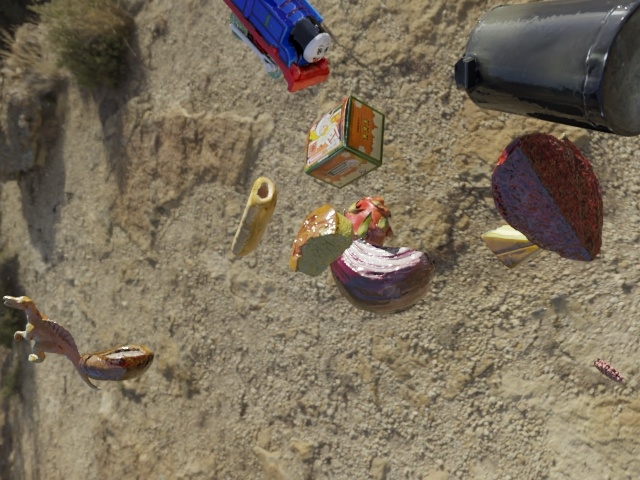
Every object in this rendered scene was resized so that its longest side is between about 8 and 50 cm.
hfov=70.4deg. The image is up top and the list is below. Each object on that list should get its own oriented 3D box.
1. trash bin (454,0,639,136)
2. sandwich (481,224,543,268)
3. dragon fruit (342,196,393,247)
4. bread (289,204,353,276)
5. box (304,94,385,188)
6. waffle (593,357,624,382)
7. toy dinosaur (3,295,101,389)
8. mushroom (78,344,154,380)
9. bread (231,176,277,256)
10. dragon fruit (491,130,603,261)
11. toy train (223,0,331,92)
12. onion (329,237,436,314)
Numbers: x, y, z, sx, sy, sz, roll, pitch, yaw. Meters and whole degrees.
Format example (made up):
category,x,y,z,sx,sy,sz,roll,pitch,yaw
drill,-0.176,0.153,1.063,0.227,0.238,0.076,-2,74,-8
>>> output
category,x,y,z,sx,sy,sz,roll,pitch,yaw
trash bin,0.417,-0.303,0.775,0.301,0.252,0.203,42,147,57
sandwich,0.593,-0.020,1.328,0.144,0.117,0.187,58,154,19
dragon fruit,0.195,-0.070,1.859,0.224,0.224,0.227,-10,69,41
bread,-0.003,-0.005,0.965,0.156,0.086,0.125,-47,31,26
box,0.067,-0.281,1.316,0.195,0.148,0.178,-23,53,51
waffle,0.782,0.353,1.230,0.075,0.083,0.029,41,92,11
toy dinosaur,-0.489,0.186,0.853,0.212,0.057,0.142,27,126,-6
mushroom,-0.335,0.204,0.748,0.123,0.123,0.052,-4,88,42
bread,-0.213,-0.066,1.468,0.305,0.091,0.142,123,158,-49
dragon fruit,0.507,-0.116,1.033,0.317,0.205,0.152,52,151,-10
toy train,-0.064,-0.328,0.662,0.204,0.082,0.131,51,142,8
onion,0.162,0.137,1.287,0.314,0.146,0.280,5,129,17
